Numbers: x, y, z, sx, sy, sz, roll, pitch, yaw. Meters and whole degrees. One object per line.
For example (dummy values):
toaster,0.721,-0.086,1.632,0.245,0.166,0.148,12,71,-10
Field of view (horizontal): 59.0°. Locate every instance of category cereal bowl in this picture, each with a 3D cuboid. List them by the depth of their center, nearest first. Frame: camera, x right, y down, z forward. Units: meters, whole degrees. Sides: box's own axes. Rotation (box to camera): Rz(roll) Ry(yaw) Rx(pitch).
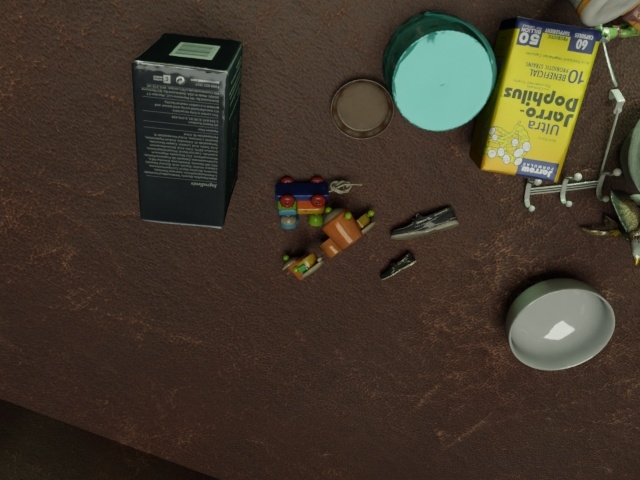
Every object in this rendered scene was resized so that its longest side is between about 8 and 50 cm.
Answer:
cereal bowl,0.763,0.256,1.848,0.339,0.141,0.339,-1,120,-1

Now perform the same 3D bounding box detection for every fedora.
fedora,0.911,-0.223,1.542,0.243,0.124,0.275,7,91,-12

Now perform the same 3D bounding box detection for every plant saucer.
plant saucer,0.112,-0.355,1.522,0.168,0.029,0.168,2,126,3

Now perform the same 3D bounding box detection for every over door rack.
over door rack,0.701,-0.234,1.571,0.239,0.108,0.324,-7,121,2

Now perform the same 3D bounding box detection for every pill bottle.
pill bottle,0.584,-0.626,1.232,0.162,0.162,0.278,-27,77,14

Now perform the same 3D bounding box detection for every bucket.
bucket,0.291,-0.414,1.402,0.281,0.183,0.281,1,121,1

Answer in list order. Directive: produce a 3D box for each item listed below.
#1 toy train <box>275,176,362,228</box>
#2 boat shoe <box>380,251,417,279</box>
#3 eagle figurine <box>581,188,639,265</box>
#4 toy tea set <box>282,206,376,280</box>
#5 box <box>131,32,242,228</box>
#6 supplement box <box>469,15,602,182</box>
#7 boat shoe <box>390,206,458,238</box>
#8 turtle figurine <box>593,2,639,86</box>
toy train,-0.005,-0.102,1.646,0.248,0.105,0.143,-1,133,-2
boat shoe,0.241,0.082,1.791,0.133,0.049,0.042,-35,88,26
eagle figurine,0.897,-0.042,1.566,0.226,0.225,0.298,-20,163,5
toy tea set,0.000,0.000,1.672,0.336,0.200,0.124,-37,89,20
box,-0.320,-0.278,1.414,0.212,0.293,0.395,5,120,-4
supplement box,0.514,-0.347,1.396,0.194,0.195,0.357,10,109,3
boat shoe,0.310,-0.050,1.714,0.206,0.075,0.065,-14,78,13
turtle figurine,0.719,-0.556,1.304,0.266,0.274,0.198,48,144,-2
